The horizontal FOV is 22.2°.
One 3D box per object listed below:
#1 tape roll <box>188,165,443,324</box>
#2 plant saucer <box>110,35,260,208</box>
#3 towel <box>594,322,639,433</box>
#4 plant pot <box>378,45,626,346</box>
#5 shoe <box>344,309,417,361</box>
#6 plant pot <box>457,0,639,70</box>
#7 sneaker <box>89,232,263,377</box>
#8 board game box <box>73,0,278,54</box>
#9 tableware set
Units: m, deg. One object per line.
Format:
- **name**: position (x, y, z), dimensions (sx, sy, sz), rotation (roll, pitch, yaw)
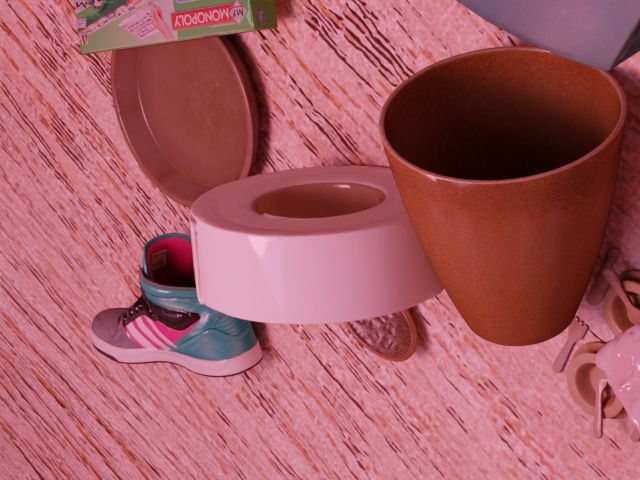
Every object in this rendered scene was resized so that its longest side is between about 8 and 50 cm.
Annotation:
- **tape roll**: position (0.000, 0.000, 1.783), dimensions (0.286, 0.286, 0.100), rotation (14, 115, 44)
- **plant saucer**: position (-0.169, -0.175, 2.082), dimensions (0.278, 0.041, 0.278), rotation (24, 124, 40)
- **towel**: position (0.452, 0.175, 1.529), dimensions (0.332, 0.053, 0.317), rotation (-35, 81, 43)
- **plant pot**: position (0.190, -0.025, 1.633), dimensions (0.237, 0.237, 0.254), rotation (25, 138, 39)
- **shoe**: position (0.043, 0.054, 1.953), dimensions (0.076, 0.058, 0.219), rotation (-44, 76, 15)
- **plant pot**: position (0.225, -0.279, 1.505), dimensions (0.234, 0.166, 0.165), rotation (41, 135, 16)
- **sneaker**: position (-0.216, 0.077, 2.188), dimensions (0.295, 0.124, 0.178), rotation (5, 117, 39)
- **board game box**: position (-0.191, -0.345, 1.973), dimensions (0.317, 0.046, 0.213), rotation (0, 101, 43)
- **tableware set**: position (0.306, 0.114, 1.694), dimensions (0.128, 0.039, 0.194), rotation (42, 135, 26)
